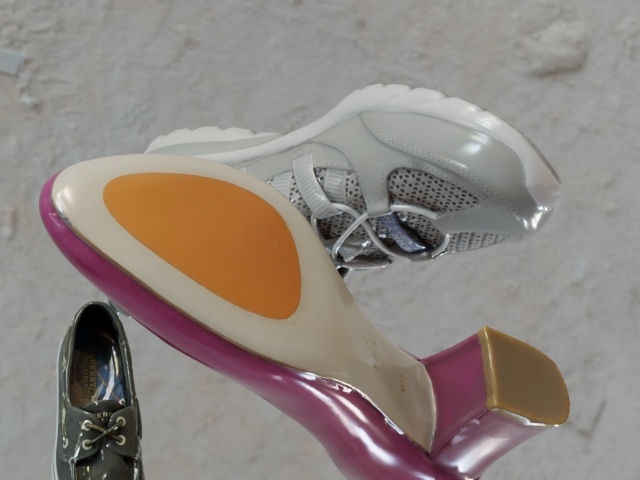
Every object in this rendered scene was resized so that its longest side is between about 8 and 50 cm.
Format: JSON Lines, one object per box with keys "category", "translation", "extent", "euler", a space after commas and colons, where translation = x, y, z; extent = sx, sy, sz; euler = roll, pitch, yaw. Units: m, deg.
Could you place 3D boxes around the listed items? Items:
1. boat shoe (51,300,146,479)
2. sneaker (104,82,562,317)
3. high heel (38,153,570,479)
{"category": "boat shoe", "translation": [-0.116, 0.096, 0.730], "extent": [0.049, 0.142, 0.040], "euler": [-1, 143, -17]}
{"category": "sneaker", "translation": [0.000, 0.000, 0.739], "extent": [0.105, 0.281, 0.115], "euler": [43, 55, -34]}
{"category": "high heel", "translation": [-0.022, 0.047, 0.563], "extent": [0.244, 0.117, 0.082], "euler": [21, 49, -34]}
